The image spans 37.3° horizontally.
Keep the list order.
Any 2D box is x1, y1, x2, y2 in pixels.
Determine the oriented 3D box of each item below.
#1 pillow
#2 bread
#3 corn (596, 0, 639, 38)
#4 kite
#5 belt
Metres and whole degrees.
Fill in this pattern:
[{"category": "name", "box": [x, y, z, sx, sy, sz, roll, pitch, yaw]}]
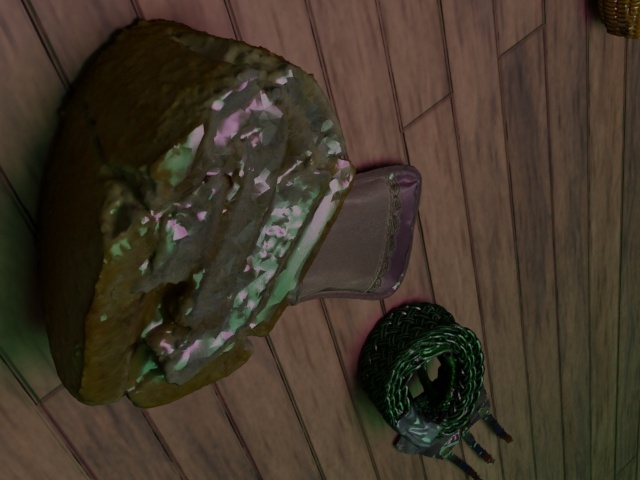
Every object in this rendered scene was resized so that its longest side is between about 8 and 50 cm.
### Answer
[{"category": "pillow", "box": [0.000, 0.000, 0.791, 0.232, 0.038, 0.131, -6, 116, -41]}, {"category": "bread", "box": [-0.085, -0.008, 0.627, 0.186, 0.124, 0.257, 13, 106, -43]}, {"category": "corn", "box": [0.282, -0.270, 0.861, 0.072, 0.072, 0.203, -42, 141, -15]}, {"category": "kite", "box": [0.174, 0.230, 1.153, 0.141, 0.015, 0.245, -48, 137, -6]}, {"category": "belt", "box": [0.100, 0.134, 0.967, 0.121, 0.079, 0.151, -27, 124, -16]}]
